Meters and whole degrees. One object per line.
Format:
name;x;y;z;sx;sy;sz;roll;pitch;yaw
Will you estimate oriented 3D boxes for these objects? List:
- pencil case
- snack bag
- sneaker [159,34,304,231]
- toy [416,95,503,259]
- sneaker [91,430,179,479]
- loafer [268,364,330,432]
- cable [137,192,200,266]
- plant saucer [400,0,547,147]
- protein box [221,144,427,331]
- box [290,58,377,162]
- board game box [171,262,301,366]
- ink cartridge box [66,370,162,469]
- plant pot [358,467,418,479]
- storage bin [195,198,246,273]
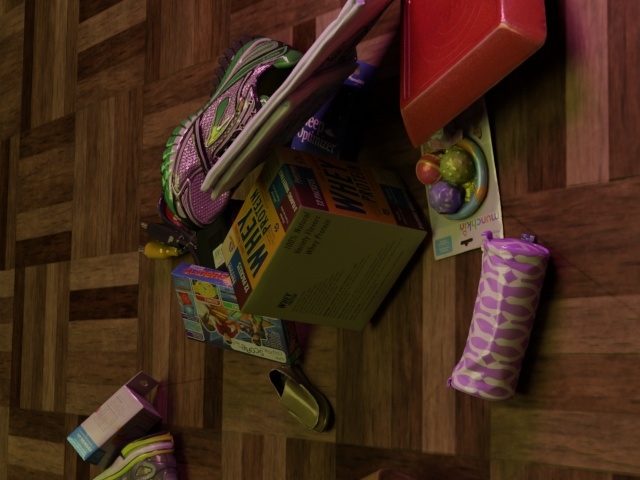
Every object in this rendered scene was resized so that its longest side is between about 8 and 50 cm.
pencil case;0.216;0.092;1.458;0.088;0.086;0.206;15;98;20
snack bag;-0.003;-0.219;1.623;0.037;0.323;0.342;42;115;1
sneaker;-0.135;-0.172;1.889;0.146;0.134;0.343;16;78;47
toy;0.166;-0.103;1.583;0.137;0.056;0.237;-20;70;54
sneaker;-0.349;0.472;2.210;0.300;0.111;0.121;-52;51;41
loafer;-0.036;0.243;1.834;0.148;0.050;0.056;44;121;48
cable;-0.227;-0.001;2.158;0.287;0.072;0.139;25;90;41
plant saucer;0.179;-0.287;1.532;0.258;0.048;0.259;-39;40;46
protein box;0.000;0.000;1.666;0.199;0.201;0.136;-59;35;32
box;0.012;-0.171;1.829;0.136;0.037;0.225;31;110;52
board game box;-0.133;0.116;1.878;0.201;0.035;0.136;12;129;29
ink cartridge box;-0.363;0.331;2.198;0.181;0.104;0.061;-43;67;-4
plant pot;0.038;0.445;1.555;0.293;0.275;0.274;-53;44;16
storage bin;-0.133;0.033;1.969;0.122;0.084;0.180;-38;57;47
